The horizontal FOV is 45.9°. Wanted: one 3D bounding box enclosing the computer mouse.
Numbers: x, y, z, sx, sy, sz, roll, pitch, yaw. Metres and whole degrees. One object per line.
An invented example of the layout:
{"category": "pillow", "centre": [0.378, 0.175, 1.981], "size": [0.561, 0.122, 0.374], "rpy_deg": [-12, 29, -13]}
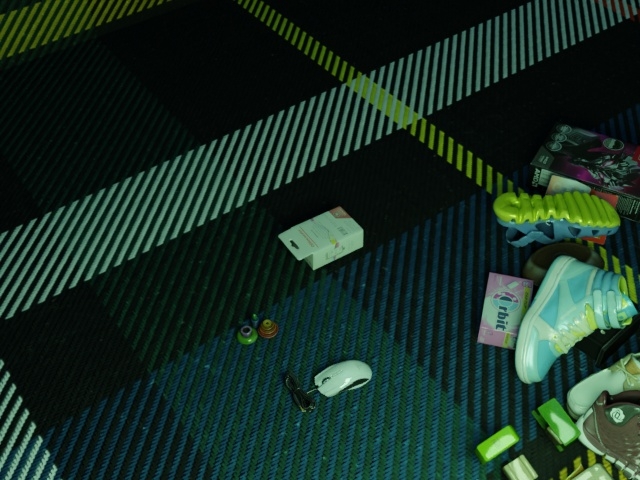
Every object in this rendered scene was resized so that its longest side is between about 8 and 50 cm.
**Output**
{"category": "computer mouse", "centre": [0.024, 0.311, 1.696], "size": [0.193, 0.042, 0.106], "rpy_deg": [-20, 47, -16]}

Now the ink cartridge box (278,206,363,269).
{"category": "ink cartridge box", "centre": [0.000, 0.000, 1.982], "size": [0.198, 0.067, 0.115], "rpy_deg": [-24, 49, -22]}

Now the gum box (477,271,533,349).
{"category": "gum box", "centre": [0.443, 0.164, 1.805], "size": [0.107, 0.062, 0.188], "rpy_deg": [10, 47, 12]}

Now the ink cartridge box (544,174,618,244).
{"category": "ink cartridge box", "centre": [0.680, -0.081, 2.003], "size": [0.179, 0.045, 0.145], "rpy_deg": [17, 80, 21]}

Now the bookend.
{"category": "bookend", "centre": [0.637, 0.189, 1.766], "size": [0.156, 0.072, 0.157], "rpy_deg": [-33, 52, -25]}

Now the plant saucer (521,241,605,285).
{"category": "plant saucer", "centre": [0.598, 0.052, 1.873], "size": [0.199, 0.036, 0.198], "rpy_deg": [-14, 24, 6]}

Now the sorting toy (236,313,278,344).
{"category": "sorting toy", "centre": [-0.153, 0.208, 1.804], "size": [0.102, 0.042, 0.061], "rpy_deg": [-11, 46, -8]}

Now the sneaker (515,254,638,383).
{"category": "sneaker", "centre": [0.569, 0.187, 1.659], "size": [0.208, 0.127, 0.318], "rpy_deg": [13, 70, 41]}

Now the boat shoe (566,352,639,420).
{"category": "boat shoe", "centre": [0.670, 0.293, 1.623], "size": [0.303, 0.103, 0.113], "rpy_deg": [-21, 45, -4]}

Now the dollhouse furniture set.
{"category": "dollhouse furniture set", "centre": [0.466, 0.491, 1.487], "size": [0.198, 0.151, 0.301], "rpy_deg": [-34, 69, -1]}

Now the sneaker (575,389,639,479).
{"category": "sneaker", "centre": [0.653, 0.398, 1.483], "size": [0.281, 0.162, 0.106], "rpy_deg": [32, 34, 26]}

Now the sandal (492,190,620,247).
{"category": "sandal", "centre": [0.602, -0.047, 1.946], "size": [0.318, 0.138, 0.126], "rpy_deg": [4, 42, 10]}

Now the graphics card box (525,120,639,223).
{"category": "graphics card box", "centre": [0.794, -0.191, 2.116], "size": [0.371, 0.094, 0.232], "rpy_deg": [22, 51, 23]}
